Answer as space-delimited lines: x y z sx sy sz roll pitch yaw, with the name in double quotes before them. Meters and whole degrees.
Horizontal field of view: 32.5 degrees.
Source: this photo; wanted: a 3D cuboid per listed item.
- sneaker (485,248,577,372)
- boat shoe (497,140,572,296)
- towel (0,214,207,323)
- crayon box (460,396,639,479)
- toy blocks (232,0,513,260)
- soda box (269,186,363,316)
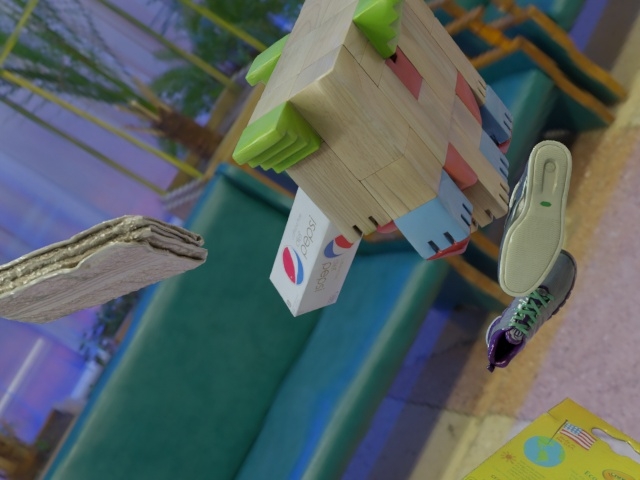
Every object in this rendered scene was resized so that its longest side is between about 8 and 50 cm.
"sneaker" 0.339 0.118 1.762 0.224 0.083 0.098 -62 -2 29
"boat shoe" 0.313 -0.027 1.614 0.079 0.084 0.233 125 162 -82
"towel" -0.292 0.044 1.355 0.282 0.187 0.049 -21 74 17
"crayon box" 0.272 0.328 1.269 0.318 0.202 0.081 -27 -43 -37
"toy blocks" 0.080 -0.107 1.053 0.190 0.261 0.381 -30 24 29
"soda box" 0.000 0.000 1.399 0.074 0.069 0.216 55 146 28
